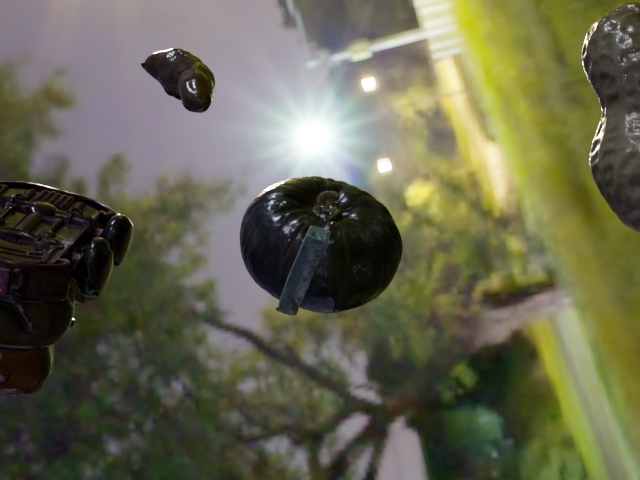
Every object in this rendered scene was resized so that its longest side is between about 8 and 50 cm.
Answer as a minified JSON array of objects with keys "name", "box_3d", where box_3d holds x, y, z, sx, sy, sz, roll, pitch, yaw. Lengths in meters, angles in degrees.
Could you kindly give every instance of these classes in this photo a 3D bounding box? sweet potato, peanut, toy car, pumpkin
[{"name":"sweet potato","box_3d":[-0.141,-0.171,1.587,0.054,0.053,0.182,57,172,-28]},{"name":"peanut","box_3d":[0.372,-0.141,1.717,0.120,0.136,0.298,19,-120,-48]},{"name":"toy car","box_3d":[-0.425,0.063,2.082,0.340,0.271,0.240,-64,-13,-68]},{"name":"pumpkin","box_3d":[0.000,0.000,1.960,0.223,0.224,0.157,-96,14,-56]}]

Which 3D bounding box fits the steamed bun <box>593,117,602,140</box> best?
[{"name":"steamed bun","box_3d":[0.568,-0.199,2.222,0.275,0.320,0.206,-22,86,61]}]

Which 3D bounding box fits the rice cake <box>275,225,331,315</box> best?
[{"name":"rice cake","box_3d":[-0.016,0.029,1.345,0.121,0.022,0.021,114,175,-49]}]
